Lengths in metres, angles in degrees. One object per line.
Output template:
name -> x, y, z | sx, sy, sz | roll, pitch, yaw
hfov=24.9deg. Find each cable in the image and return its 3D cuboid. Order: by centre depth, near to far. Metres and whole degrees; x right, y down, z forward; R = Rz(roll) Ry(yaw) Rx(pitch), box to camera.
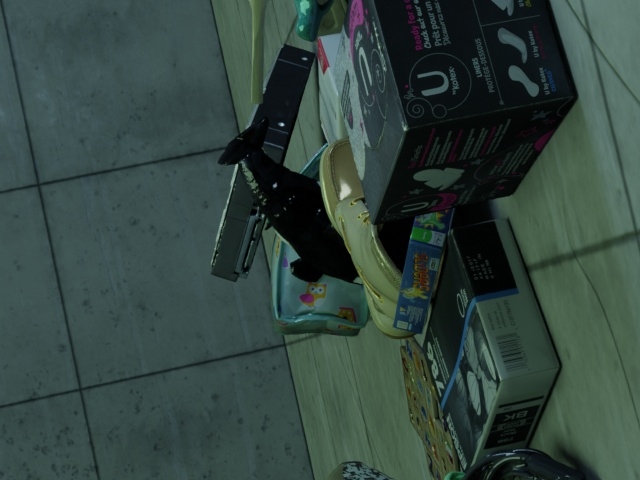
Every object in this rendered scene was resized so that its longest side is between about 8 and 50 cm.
cable -> 0.179, 0.264, 1.304 | 0.184, 0.047, 0.151 | 16, 89, 56

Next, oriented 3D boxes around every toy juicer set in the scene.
toy juicer set -> -0.001, -0.317, 1.442 | 0.209, 0.089, 0.329 | 84, -159, -54

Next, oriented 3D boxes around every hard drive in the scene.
hard drive -> -0.085, -0.120, 2.143 | 0.339, 0.064, 0.237 | -77, 4, -58

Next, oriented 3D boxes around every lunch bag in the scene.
lunch bag -> 0.000, 0.000, 2.058 | 0.223, 0.160, 0.262 | 113, 159, -83

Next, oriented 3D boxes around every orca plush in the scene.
orca plush -> 0.009, -0.041, 1.853 | 0.287, 0.151, 0.102 | 56, 159, -20

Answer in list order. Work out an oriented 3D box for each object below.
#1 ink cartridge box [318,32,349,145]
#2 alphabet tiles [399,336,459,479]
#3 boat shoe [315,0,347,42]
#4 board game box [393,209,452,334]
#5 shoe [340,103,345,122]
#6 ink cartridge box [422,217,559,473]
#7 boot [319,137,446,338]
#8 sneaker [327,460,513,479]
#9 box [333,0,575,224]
ink cartridge box -> 0.039, -0.175, 1.849 | 0.150, 0.063, 0.109 | 87, 168, -52
alphabet tiles -> 0.145, 0.236, 1.908 | 0.237, 0.009, 0.198 | -122, 22, -69
boat shoe -> -0.005, -0.347, 1.829 | 0.233, 0.084, 0.079 | 84, 173, -62
board game box -> 0.113, -0.006, 1.483 | 0.201, 0.035, 0.136 | 94, -169, -63
shoe -> 0.061, -0.172, 1.699 | 0.081, 0.063, 0.178 | -103, 11, -48
ink cartridge box -> 0.162, 0.131, 1.460 | 0.333, 0.065, 0.165 | 91, 164, -60
boot -> 0.073, -0.028, 1.705 | 0.203, 0.095, 0.262 | 103, 151, -72
sneaker -> 0.148, 0.290, 1.456 | 0.410, 0.158, 0.182 | 29, 112, 52
box -> 0.099, -0.134, 1.226 | 0.247, 0.142, 0.163 | 108, 149, -73
